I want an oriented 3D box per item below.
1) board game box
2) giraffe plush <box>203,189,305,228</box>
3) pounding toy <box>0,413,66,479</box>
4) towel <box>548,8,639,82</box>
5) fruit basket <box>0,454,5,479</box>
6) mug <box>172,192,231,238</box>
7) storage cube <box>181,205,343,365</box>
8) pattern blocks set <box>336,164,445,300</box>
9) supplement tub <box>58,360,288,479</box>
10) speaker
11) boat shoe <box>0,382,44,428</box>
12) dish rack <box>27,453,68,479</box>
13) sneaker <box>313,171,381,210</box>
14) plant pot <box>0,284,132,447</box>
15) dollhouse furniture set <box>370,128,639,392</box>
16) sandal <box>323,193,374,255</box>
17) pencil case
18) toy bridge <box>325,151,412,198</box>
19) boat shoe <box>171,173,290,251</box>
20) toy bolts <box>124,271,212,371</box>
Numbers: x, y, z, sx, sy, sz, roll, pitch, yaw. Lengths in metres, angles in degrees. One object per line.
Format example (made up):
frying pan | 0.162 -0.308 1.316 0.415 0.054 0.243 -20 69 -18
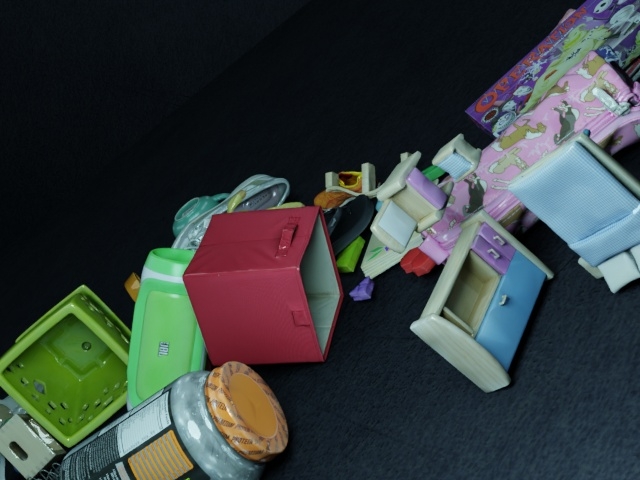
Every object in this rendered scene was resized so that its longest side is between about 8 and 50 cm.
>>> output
board game box | 0.410 -0.289 1.848 0.347 0.056 0.208 -43 20 6
giraffe plush | -0.117 0.021 2.122 0.170 0.210 0.181 102 -171 -67
pounding toy | -0.582 0.397 2.168 0.100 0.141 0.130 -45 -5 -7
towel | 0.452 -0.313 1.911 0.237 0.037 0.329 -47 22 -10
fruit basket | -0.717 0.543 2.090 0.327 0.165 0.353 -45 12 -6
mug | -0.264 -0.048 2.548 0.129 0.097 0.157 -10 38 54
storage cube | -0.087 0.076 1.806 0.193 0.215 0.183 -4 34 15
pattern blocks set | 0.138 -0.017 1.895 0.285 0.026 0.325 -26 25 41
supplement tub | -0.214 0.320 1.650 0.316 0.193 0.193 -34 23 19
speaker | -0.251 0.168 1.888 0.131 0.131 0.296 -145 61 -68
boat shoe | -0.713 0.399 2.470 0.302 0.103 0.113 -50 23 -19
dish rack | -0.473 0.455 2.000 0.208 0.074 0.271 -28 25 29
sneaker | 0.044 -0.104 2.173 0.175 0.067 0.064 -20 32 47
plant pot | -0.486 0.235 2.244 0.227 0.228 0.207 -40 14 7
dollhouse furniture set | 0.245 0.000 1.341 0.303 0.286 0.198 -35 20 49
sandal | 0.000 0.000 1.989 0.254 0.054 0.097 -44 20 -19
pencil case | 0.303 -0.103 1.617 0.386 0.167 0.160 -39 54 8
toy bridge | 0.088 -0.110 2.063 0.188 0.026 0.063 -13 69 33
boat shoe | -0.194 -0.022 2.363 0.320 0.118 0.103 -42 16 -18
toy bolts | -0.223 0.126 2.051 0.158 0.218 0.228 -37 39 -4
